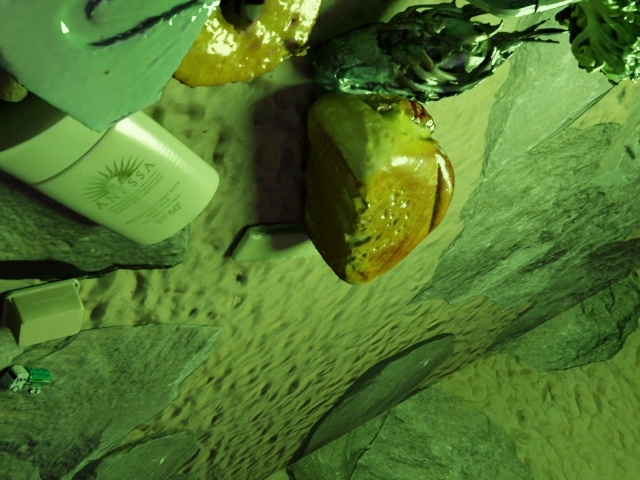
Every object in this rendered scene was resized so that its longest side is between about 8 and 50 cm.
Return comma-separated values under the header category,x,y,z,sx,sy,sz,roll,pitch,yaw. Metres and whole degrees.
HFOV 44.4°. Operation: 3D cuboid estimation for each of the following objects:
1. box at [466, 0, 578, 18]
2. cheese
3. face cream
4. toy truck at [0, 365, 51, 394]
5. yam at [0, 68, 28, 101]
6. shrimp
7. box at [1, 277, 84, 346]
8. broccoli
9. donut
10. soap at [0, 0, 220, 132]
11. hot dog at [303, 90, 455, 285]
category,x,y,z,sx,sy,sz,roll,pitch,yaw
box,0.236,-0.383,1.030,0.162,0.227,0.130,-20,135,-23
cheese,-0.001,-0.003,1.571,0.400,0.034,0.085,-4,136,-43
face cream,-0.284,-0.104,1.059,0.173,0.081,0.348,-37,152,6
toy truck,-0.525,0.247,1.406,0.044,0.039,0.083,-55,151,4
yam,-0.285,-0.286,0.816,0.327,0.045,0.045,-57,170,33
shrimp,0.169,-0.256,1.128,0.372,0.172,0.137,-8,162,16
box,-0.443,0.118,1.263,0.122,0.062,0.089,-12,145,-34
broccoli,0.456,-0.414,1.151,0.324,0.272,0.334,-30,142,-18
donut,-0.101,-0.295,0.917,0.253,0.118,0.253,-24,153,-13
soap,-0.207,-0.297,0.603,0.261,0.156,0.446,-32,152,-11
hot dog,0.102,-0.104,1.354,0.223,0.185,0.405,-24,150,-17
